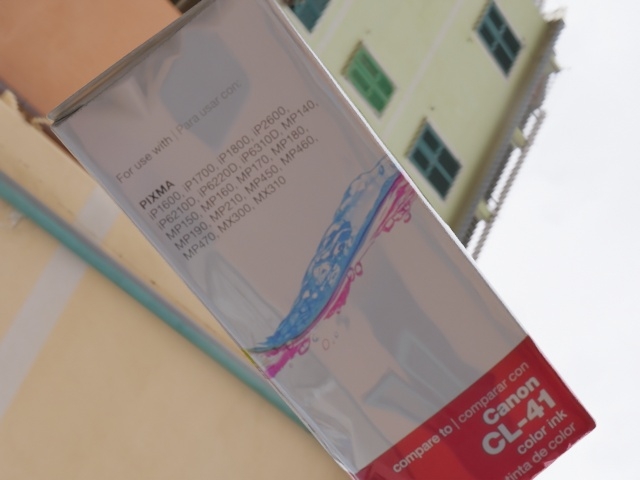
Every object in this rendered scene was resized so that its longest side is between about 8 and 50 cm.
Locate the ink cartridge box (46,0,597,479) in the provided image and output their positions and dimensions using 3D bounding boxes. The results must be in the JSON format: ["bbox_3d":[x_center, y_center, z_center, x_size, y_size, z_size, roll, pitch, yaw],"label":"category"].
[{"bbox_3d":[0.000,0.000,0.584,0.131,0.306,0.226,-36,-166,3],"label":"ink cartridge box"}]
